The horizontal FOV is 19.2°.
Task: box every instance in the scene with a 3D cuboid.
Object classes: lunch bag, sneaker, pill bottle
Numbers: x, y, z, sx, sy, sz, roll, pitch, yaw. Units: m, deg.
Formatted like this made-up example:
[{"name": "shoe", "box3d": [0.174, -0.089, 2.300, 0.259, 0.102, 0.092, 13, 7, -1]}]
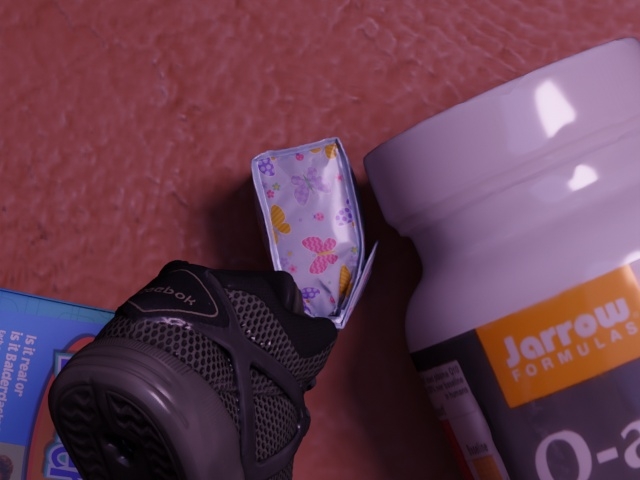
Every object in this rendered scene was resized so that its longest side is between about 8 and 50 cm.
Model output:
[{"name": "lunch bag", "box3d": [0.000, 0.000, 0.852, 0.053, 0.071, 0.083, -10, 86, 1]}, {"name": "sneaker", "box3d": [-0.034, 0.099, 0.806, 0.087, 0.228, 0.130, 8, 43, 29]}, {"name": "pill bottle", "box3d": [0.132, 0.065, 0.814, 0.162, 0.162, 0.278, -24, 88, -7]}]

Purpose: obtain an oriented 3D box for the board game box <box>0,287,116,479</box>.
[{"name": "board game box", "box3d": [-0.180, 0.094, 0.838, 0.210, 0.047, 0.160, 13, 83, -4]}]
